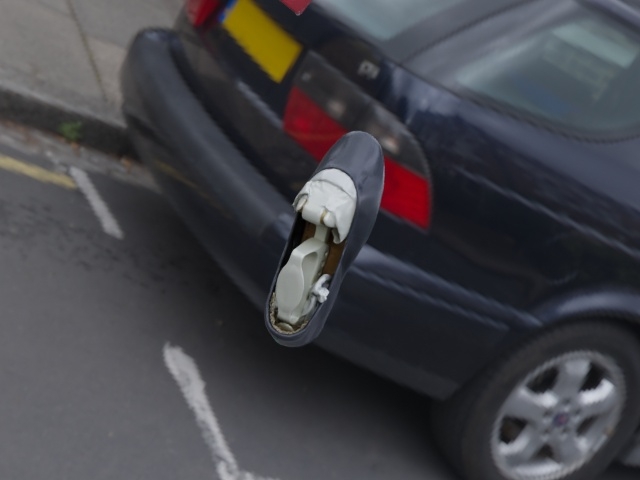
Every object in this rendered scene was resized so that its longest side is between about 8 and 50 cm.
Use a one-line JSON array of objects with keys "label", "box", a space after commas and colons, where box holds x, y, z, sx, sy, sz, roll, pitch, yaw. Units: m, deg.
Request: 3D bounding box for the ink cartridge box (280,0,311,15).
[{"label": "ink cartridge box", "box": [-0.035, -0.221, 0.712, 0.135, 0.099, 0.056, 36, 25, -9]}]

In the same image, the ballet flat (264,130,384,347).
[{"label": "ballet flat", "box": [0.000, 0.000, 1.012, 0.074, 0.203, 0.074, 21, 7, -3]}]
